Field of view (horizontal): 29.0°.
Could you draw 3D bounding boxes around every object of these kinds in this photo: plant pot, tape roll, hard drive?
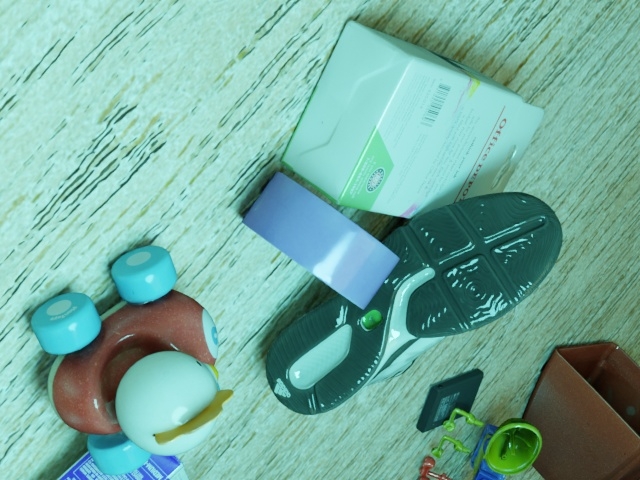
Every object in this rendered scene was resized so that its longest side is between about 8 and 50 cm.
[{"bbox_3d":[0.554,0.386,2.495,0.267,0.267,0.236,2,129,-51],"label":"plant pot"},{"bbox_3d":[0.000,0.000,1.537,0.080,0.189,0.189,-55,146,-1],"label":"tape roll"},{"bbox_3d":[0.232,0.285,2.206,0.135,0.022,0.094,-12,127,-45],"label":"hard drive"}]

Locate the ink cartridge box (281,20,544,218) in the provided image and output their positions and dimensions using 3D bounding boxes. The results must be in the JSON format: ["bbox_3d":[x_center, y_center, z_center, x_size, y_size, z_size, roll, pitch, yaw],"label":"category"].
[{"bbox_3d":[0.133,-0.141,1.640,0.353,0.119,0.207,9,112,-52],"label":"ink cartridge box"}]

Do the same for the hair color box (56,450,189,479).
[{"bbox_3d":[-0.311,0.389,1.533,0.339,0.110,0.185,-41,157,-17],"label":"hair color box"}]

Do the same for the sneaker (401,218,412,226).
[{"bbox_3d":[0.183,0.030,1.884,0.121,0.099,0.262,-48,138,3],"label":"sneaker"}]

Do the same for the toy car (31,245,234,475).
[{"bbox_3d":[-0.167,0.159,1.378,0.210,0.238,0.219,-33,123,-29],"label":"toy car"}]

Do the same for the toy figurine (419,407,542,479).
[{"bbox_3d":[0.300,0.400,2.326,0.217,0.191,0.362,-59,166,-55],"label":"toy figurine"}]

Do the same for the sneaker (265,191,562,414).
[{"bbox_3d":[0.141,0.075,1.738,0.447,0.169,0.257,-33,173,14],"label":"sneaker"}]
